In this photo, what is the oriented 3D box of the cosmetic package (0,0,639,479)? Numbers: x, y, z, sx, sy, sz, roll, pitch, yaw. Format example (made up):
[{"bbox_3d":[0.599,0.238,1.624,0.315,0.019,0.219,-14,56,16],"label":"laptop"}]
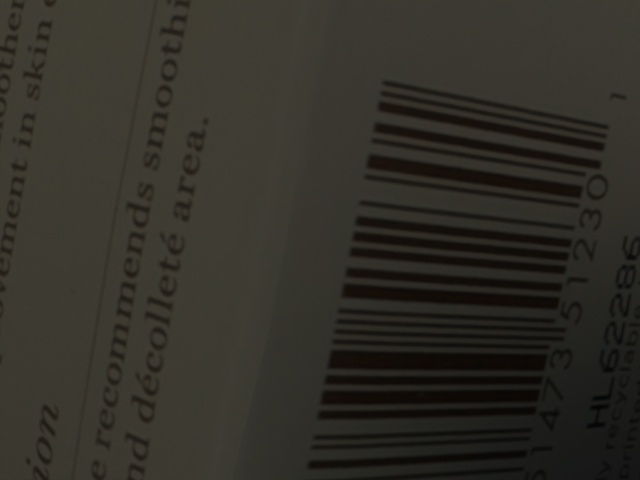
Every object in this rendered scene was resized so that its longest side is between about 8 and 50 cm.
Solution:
[{"bbox_3d":[-0.040,-0.012,0.660,0.394,0.329,0.327,17,9,43],"label":"cosmetic package"}]
